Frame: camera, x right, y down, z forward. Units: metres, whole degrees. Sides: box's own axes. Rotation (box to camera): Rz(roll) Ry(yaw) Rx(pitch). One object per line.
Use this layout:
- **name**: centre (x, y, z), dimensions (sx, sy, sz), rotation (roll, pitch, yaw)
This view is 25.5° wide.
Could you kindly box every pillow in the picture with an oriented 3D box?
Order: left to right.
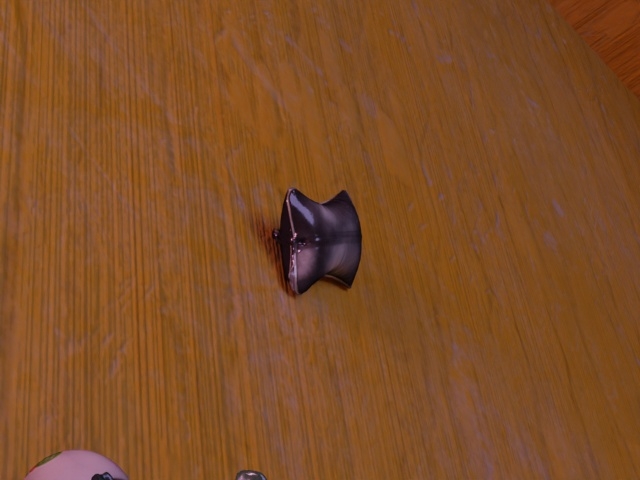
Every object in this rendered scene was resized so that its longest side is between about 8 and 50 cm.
- **pillow**: centre (0.002, 0.000, 1.300), dimensions (0.135, 0.055, 0.091), rotation (0, 61, -61)

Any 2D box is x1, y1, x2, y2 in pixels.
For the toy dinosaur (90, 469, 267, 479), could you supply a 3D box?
- **toy dinosaur**: centre (-0.014, 0.214, 0.725), dimensions (0.292, 0.079, 0.120), rotation (39, 37, -24)

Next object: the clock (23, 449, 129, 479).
- **clock**: centre (-0.117, 0.208, 0.763), dimensions (0.162, 0.092, 0.166), rotation (39, 33, -15)
